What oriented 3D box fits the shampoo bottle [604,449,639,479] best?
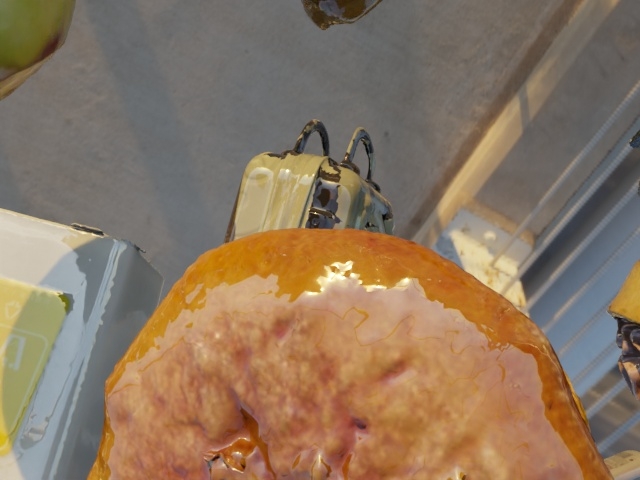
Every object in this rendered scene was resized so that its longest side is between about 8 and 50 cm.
[{"bbox_3d":[0.493,0.413,1.401,0.165,0.080,0.040,-18,93,-14],"label":"shampoo bottle"}]

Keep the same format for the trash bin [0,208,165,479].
[{"bbox_3d":[-0.324,0.175,0.913,0.255,0.368,0.296,13,164,9],"label":"trash bin"}]

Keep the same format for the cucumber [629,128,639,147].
[{"bbox_3d":[0.616,-0.214,1.465,0.033,0.034,0.135,50,148,13],"label":"cucumber"}]

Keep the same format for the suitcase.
[{"bbox_3d":[0.000,0.000,1.138,0.193,0.351,0.340,15,88,15],"label":"suitcase"}]

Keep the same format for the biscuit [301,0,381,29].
[{"bbox_3d":[0.082,-0.270,0.553,0.064,0.283,0.432,43,168,-34],"label":"biscuit"}]

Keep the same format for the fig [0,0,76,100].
[{"bbox_3d":[-0.280,-0.240,0.514,0.258,0.258,0.326,-32,89,31],"label":"fig"}]

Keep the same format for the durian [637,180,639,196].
[{"bbox_3d":[0.663,-0.098,1.561,0.091,0.080,0.080,27,128,20],"label":"durian"}]

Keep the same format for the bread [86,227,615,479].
[{"bbox_3d":[0.020,0.144,0.456,0.312,0.172,0.313,2,95,22],"label":"bread"}]

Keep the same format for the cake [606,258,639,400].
[{"bbox_3d":[0.445,0.127,1.000,0.185,0.178,0.207,29,171,35],"label":"cake"}]
